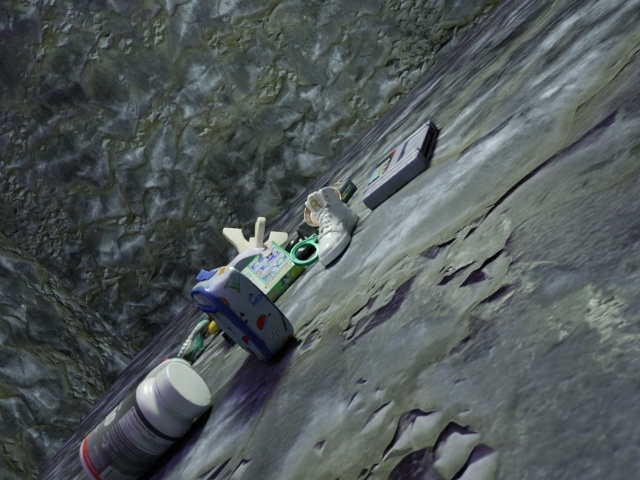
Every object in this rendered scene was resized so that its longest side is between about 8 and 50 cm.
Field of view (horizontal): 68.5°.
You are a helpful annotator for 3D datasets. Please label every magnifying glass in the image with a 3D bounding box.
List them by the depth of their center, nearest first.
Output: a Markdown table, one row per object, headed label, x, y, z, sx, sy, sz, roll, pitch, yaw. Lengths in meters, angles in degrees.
| label | x | y | z | sx | sy | sz | roll | pitch | yaw |
| --- | --- | --- | --- | --- | --- | --- | --- | --- | --- |
| magnifying glass | 0.000 | 0.000 | 1.504 | 0.231 | 0.026 | 0.092 | -39 | 49 | -22 |

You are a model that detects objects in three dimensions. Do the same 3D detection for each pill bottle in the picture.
| label | x | y | z | sx | sy | sz | roll | pitch | yaw |
| --- | --- | --- | --- | --- | --- | --- | --- | --- | --- |
| pill bottle | -0.406 | 0.431 | 1.108 | 0.283 | 0.161 | 0.161 | -44 | 10 | 3 |

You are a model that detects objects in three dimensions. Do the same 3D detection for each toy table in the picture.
| label | x | y | z | sx | sy | sz | roll | pitch | yaw |
| --- | --- | --- | --- | --- | --- | --- | --- | --- | --- |
| toy table | -0.250 | 0.039 | 1.810 | 0.274 | 0.252 | 0.161 | -39 | 48 | 51 |

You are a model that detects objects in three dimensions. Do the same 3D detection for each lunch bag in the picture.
| label | x | y | z | sx | sy | sz | roll | pitch | yaw |
| --- | --- | --- | --- | --- | --- | --- | --- | --- | --- |
| lunch bag | -0.200 | 0.166 | 1.115 | 0.115 | 0.243 | 0.303 | -48 | 11 | -21 |

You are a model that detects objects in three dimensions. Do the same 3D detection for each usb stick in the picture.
| label | x | y | z | sx | sy | sz | roll | pitch | yaw |
| --- | --- | --- | --- | --- | --- | --- | --- | --- | --- |
| usb stick | -0.507 | 0.383 | 2.041 | 0.077 | 0.045 | 0.278 | -57 | 15 | -25 |

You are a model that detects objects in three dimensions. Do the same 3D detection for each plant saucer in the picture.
| label | x | y | z | sx | sy | sz | roll | pitch | yaw |
| --- | --- | --- | --- | --- | --- | --- | --- | --- | --- |
| plant saucer | 0.014 | -0.121 | 1.775 | 0.168 | 0.029 | 0.169 | -22 | 49 | 28 |

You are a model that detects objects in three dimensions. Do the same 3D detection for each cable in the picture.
| label | x | y | z | sx | sy | sz | roll | pitch | yaw |
| --- | --- | --- | --- | --- | --- | --- | --- | --- | --- |
| cable | -0.352 | 0.249 | 1.784 | 0.287 | 0.072 | 0.139 | -49 | 2 | 32 |

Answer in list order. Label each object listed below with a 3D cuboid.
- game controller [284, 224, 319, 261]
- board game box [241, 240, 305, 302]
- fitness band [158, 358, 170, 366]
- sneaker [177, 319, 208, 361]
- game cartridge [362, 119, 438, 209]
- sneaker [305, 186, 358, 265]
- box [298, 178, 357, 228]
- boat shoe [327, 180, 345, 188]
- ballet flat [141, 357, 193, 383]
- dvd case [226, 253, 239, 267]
| label | x | y | z | sx | sy | sz | roll | pitch | yaw |
| --- | --- | --- | --- | --- | --- | --- | --- | --- | --- |
| game controller | -0.071 | 0.020 | 1.750 | 0.167 | 0.067 | 0.319 | -59 | 10 | 1 |
| board game box | -0.217 | 0.156 | 1.558 | 0.317 | 0.046 | 0.213 | -46 | 35 | -8 |
| fitness band | -0.548 | 0.500 | 1.482 | 0.291 | 0.054 | 0.209 | -56 | -2 | 15 |
| sneaker | -0.461 | 0.379 | 1.761 | 0.167 | 0.076 | 0.065 | -59 | 12 | -17 |
| game cartridge | 0.254 | -0.248 | 1.497 | 0.230 | 0.068 | 0.355 | -33 | 15 | 32 |
| sneaker | 0.009 | -0.054 | 1.381 | 0.108 | 0.169 | 0.293 | -37 | 14 | 27 |
| box | 0.028 | -0.137 | 1.936 | 0.232 | 0.059 | 0.183 | -33 | 15 | 46 |
| boat shoe | 0.086 | -0.226 | 2.077 | 0.066 | 0.066 | 0.183 | -42 | 19 | -12 |
| ballet flat | -0.470 | 0.492 | 1.266 | 0.400 | 0.139 | 0.139 | -49 | 9 | 16 |
| dvd case | -0.384 | 0.147 | 2.273 | 0.180 | 0.022 | 0.253 | -44 | 34 | 7 |
